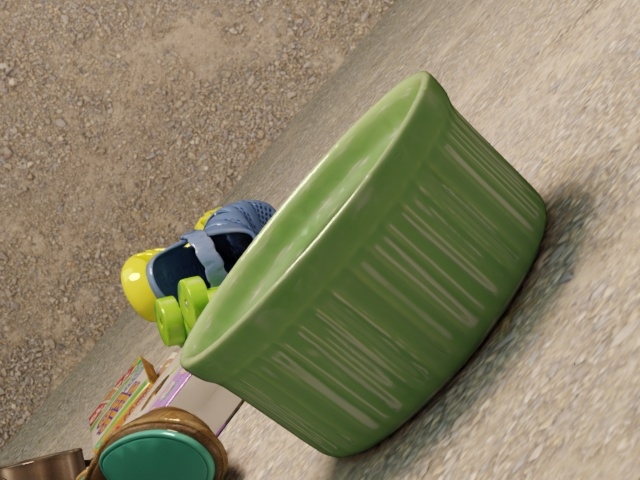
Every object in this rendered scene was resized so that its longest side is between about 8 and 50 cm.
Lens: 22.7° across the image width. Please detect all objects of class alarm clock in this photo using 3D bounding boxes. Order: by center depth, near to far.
[{"bbox_3d":[-0.375,0.329,2.245,0.192,0.064,0.129,-15,-3,-19],"label":"alarm clock"}]

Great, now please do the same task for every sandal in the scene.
[{"bbox_3d":[-0.136,0.020,2.248,0.138,0.126,0.317,-22,9,35],"label":"sandal"}]

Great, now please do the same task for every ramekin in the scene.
[{"bbox_3d":[0.040,0.027,1.268,0.303,0.148,0.303,-49,8,10],"label":"ramekin"}]

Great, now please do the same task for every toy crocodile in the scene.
[{"bbox_3d":[-0.133,0.103,2.041,0.115,0.105,0.340,-12,-8,-20],"label":"toy crocodile"}]

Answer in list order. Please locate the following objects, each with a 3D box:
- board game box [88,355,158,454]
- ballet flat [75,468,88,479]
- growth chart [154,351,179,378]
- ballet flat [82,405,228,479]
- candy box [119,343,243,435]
[{"bbox_3d":[-0.279,0.240,2.280,0.124,0.039,0.259,-51,13,-2],"label":"board game box"},{"bbox_3d":[-0.313,0.365,1.983,0.232,0.080,0.073,-44,-18,23],"label":"ballet flat"},{"bbox_3d":[-0.241,0.218,2.348,0.172,0.021,0.237,-56,12,-29],"label":"growth chart"},{"bbox_3d":[-0.177,0.245,1.649,0.342,0.116,0.124,-49,-1,43],"label":"ballet flat"},{"bbox_3d":[-0.160,0.196,1.846,0.165,0.070,0.196,-53,9,-14],"label":"candy box"}]
